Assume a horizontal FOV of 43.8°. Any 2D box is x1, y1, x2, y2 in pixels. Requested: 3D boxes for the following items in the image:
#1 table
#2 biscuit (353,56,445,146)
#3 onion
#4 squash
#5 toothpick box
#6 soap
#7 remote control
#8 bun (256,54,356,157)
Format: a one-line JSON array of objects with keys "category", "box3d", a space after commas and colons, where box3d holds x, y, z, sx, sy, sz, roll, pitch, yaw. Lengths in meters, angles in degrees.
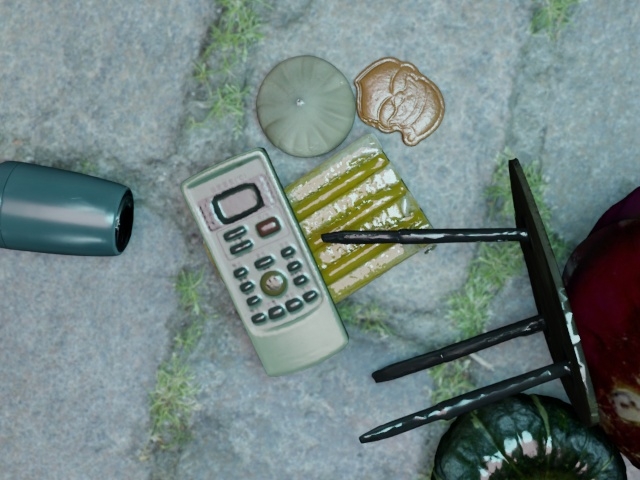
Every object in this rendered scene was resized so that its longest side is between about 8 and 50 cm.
[{"category": "table", "box3d": [0.161, 0.112, 0.967, 0.249, 0.317, 0.317, -15, 92, 9]}, {"category": "biscuit", "box3d": [0.106, -0.190, 1.080, 0.130, 0.019, 0.102, 35, 95, 2]}, {"category": "onion", "box3d": [0.512, 0.079, 0.908, 0.398, 0.420, 0.398, 22, 121, 43]}, {"category": "squash", "box3d": [0.268, 0.323, 1.027, 0.252, 0.165, 0.252, 0, 91, 6]}, {"category": "toothpick box", "box3d": [-0.349, -0.037, 1.078, 0.184, 0.120, 0.120, 9, 95, 1]}, {"category": "soap", "box3d": [0.000, 0.000, 1.066, 0.274, 0.089, 0.173, -32, 93, 6]}, {"category": "remote control", "box3d": [-0.069, 0.031, 1.012, 0.123, 0.038, 0.285, -22, 94, 6]}, {"category": "bun", "box3d": [-0.022, -0.180, 1.055, 0.138, 0.094, 0.138, 0, 90, 6]}]
